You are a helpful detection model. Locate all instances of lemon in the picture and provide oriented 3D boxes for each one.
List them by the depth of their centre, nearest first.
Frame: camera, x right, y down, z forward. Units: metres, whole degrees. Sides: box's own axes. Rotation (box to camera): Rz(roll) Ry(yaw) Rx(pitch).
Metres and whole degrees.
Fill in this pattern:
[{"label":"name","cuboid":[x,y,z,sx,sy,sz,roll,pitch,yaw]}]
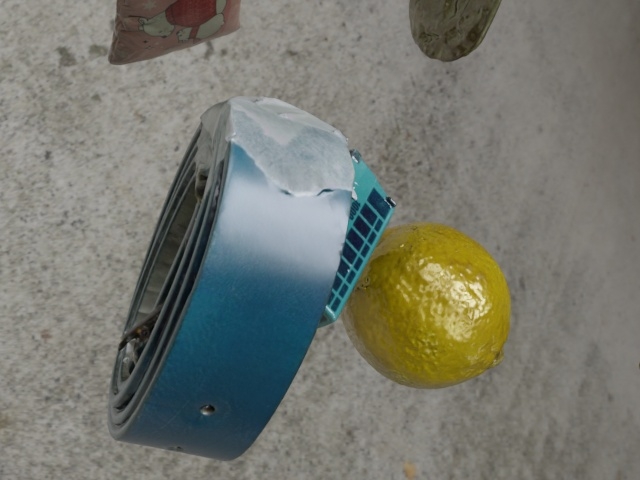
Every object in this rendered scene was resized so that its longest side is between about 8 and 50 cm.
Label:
[{"label":"lemon","cuboid":[0.168,0.105,1.396,0.293,0.293,0.293,11,74,-45]}]

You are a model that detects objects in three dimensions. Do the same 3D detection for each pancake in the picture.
[{"label":"pancake","cuboid":[0.213,-0.383,1.309,0.050,0.242,0.241,5,78,-26]}]

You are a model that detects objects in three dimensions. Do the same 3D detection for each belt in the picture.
[{"label":"belt","cuboid":[-0.115,0.048,0.973,0.173,0.436,0.300,19,28,-22]}]

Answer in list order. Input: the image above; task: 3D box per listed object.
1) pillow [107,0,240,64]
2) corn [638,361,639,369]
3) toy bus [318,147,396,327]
[{"label":"pillow","cuboid":[-0.201,-0.352,1.243,0.223,0.236,0.084,-24,74,-24]},{"label":"corn","cuboid":[0.515,0.100,0.998,0.123,0.305,0.122,11,47,-39]},{"label":"toy bus","cuboid":[0.000,0.000,1.236,0.147,0.128,0.256,49,48,-20]}]
